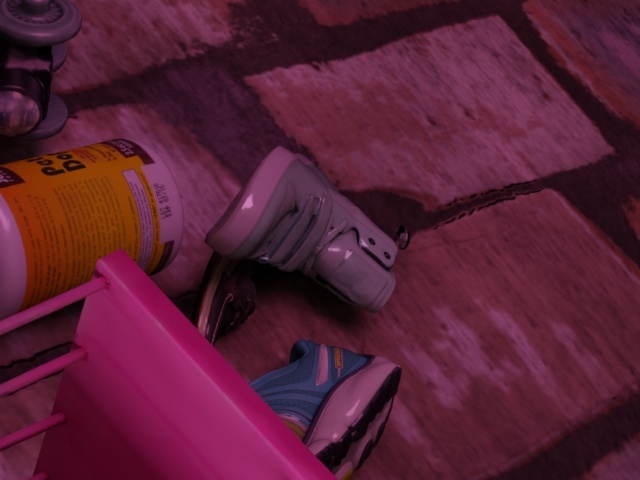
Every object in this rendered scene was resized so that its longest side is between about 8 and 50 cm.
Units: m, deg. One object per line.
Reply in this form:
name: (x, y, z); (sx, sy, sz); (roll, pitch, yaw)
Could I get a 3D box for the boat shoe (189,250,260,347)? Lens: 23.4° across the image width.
boat shoe: (-0.076, 0.046, 1.292); (0.049, 0.056, 0.152); (22, 42, -6)

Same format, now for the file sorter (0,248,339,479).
file sorter: (-0.156, 0.197, 0.922); (0.182, 0.291, 0.202); (-26, 61, -40)

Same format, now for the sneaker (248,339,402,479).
sneaker: (-0.038, 0.166, 1.192); (0.110, 0.107, 0.275); (22, 34, 18)

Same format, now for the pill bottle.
pill bottle: (-0.221, -0.006, 1.209); (0.215, 0.117, 0.117); (-18, 61, -41)

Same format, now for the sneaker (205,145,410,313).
sneaker: (0.000, 0.000, 1.299); (0.151, 0.094, 0.256); (41, 14, 5)

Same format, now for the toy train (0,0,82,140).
toy train: (-0.308, -0.209, 1.330); (0.190, 0.142, 0.334); (5, 41, -15)
